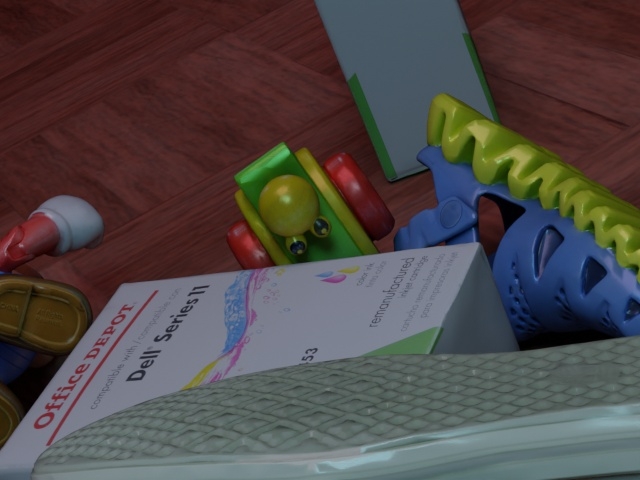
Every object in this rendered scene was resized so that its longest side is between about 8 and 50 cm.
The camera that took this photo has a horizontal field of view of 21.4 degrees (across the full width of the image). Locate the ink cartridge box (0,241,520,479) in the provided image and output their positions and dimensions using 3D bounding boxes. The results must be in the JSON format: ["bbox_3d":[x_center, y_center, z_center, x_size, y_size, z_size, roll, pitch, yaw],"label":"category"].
[{"bbox_3d":[-0.066,0.120,1.096,0.353,0.119,0.207,-8,31,28],"label":"ink cartridge box"}]

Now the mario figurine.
[{"bbox_3d":[-0.235,0.073,1.304,0.198,0.170,0.320,-21,14,-13],"label":"mario figurine"}]

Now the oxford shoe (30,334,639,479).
[{"bbox_3d":[0.073,0.127,0.835,0.449,0.130,0.169,-4,15,10],"label":"oxford shoe"}]

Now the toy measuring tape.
[{"bbox_3d":[0.000,0.000,1.268,0.121,0.121,0.330,-21,-6,3],"label":"toy measuring tape"}]

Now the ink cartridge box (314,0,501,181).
[{"bbox_3d":[0.066,-0.207,1.520,0.114,0.198,0.273,-21,26,7],"label":"ink cartridge box"}]

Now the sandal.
[{"bbox_3d":[0.154,0.019,1.151,0.138,0.126,0.317,-59,36,7],"label":"sandal"}]
